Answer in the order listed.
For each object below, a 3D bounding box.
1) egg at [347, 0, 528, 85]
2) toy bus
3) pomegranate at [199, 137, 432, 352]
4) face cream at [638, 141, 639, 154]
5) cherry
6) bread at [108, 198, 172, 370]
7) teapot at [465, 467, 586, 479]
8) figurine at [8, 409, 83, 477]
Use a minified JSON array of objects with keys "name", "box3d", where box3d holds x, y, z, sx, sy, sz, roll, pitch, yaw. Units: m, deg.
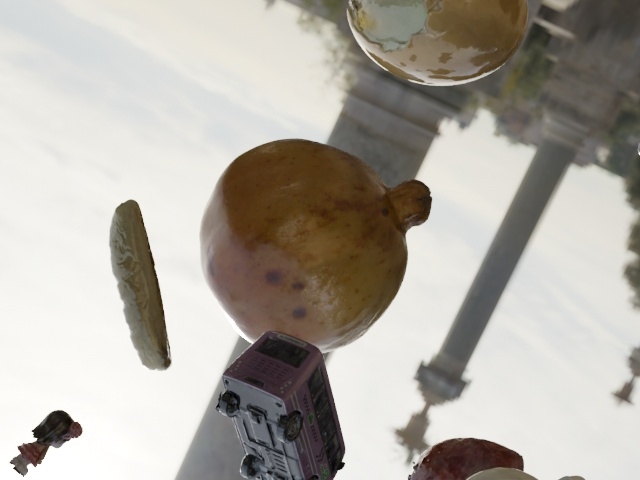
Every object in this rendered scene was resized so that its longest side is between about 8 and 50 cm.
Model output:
[{"name":"egg","box3d":[0.156,-0.291,1.536,0.244,0.201,0.201,13,-165,-41]},{"name":"toy bus","box3d":[-0.037,0.200,1.361,0.096,0.199,0.108,18,-130,30]},{"name":"pomegranate","box3d":[0.000,0.000,2.088,0.410,0.410,0.410,24,-170,-5]},{"name":"face cream","box3d":[0.517,-0.131,1.773,0.034,0.034,0.130,19,179,-30]},{"name":"cherry","box3d":[0.274,0.450,2.259,0.175,0.249,0.192,13,-129,-51]},{"name":"bread","box3d":[-0.224,0.057,1.503,0.053,0.214,0.073,-13,178,1]},{"name":"teapot","box3d":[0.301,0.463,1.991,0.204,0.298,0.139,60,-174,33]},{"name":"figurine","box3d":[-0.456,0.334,2.026,0.072,0.129,0.054,34,161,51]}]
